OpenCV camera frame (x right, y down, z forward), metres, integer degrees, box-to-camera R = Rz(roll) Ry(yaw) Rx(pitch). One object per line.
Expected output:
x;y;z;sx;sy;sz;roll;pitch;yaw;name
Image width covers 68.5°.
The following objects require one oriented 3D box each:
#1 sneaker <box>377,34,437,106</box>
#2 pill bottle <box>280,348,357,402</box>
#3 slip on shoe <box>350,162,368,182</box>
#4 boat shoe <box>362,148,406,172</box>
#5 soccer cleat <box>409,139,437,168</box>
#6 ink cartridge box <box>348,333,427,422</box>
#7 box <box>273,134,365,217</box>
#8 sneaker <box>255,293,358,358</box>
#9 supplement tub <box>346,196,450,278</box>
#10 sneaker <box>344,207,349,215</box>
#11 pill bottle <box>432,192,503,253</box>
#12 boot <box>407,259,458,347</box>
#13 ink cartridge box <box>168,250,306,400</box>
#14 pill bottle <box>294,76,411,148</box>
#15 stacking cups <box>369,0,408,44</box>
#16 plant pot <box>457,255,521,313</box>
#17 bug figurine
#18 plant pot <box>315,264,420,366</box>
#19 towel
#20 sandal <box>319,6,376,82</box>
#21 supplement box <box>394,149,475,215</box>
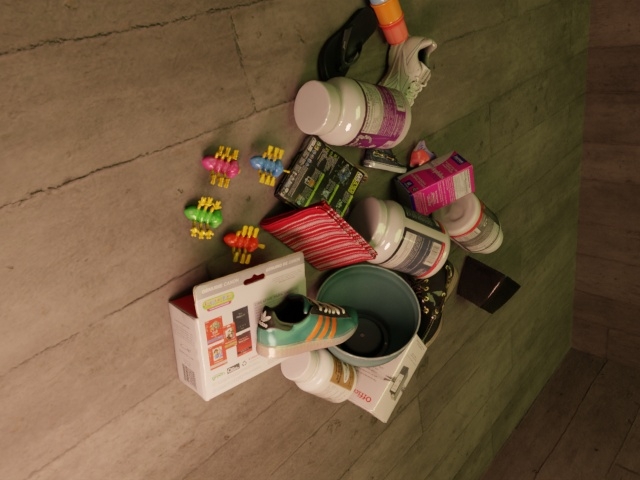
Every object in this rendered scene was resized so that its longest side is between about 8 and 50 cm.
0.244;-0.456;1.358;0.111;0.129;0.297;8;97;-48;sneaker
-0.004;0.377;1.352;0.229;0.131;0.131;39;74;-43;pill bottle
0.080;-0.201;1.336;0.135;0.051;0.041;9;56;-38;slip on shoe
0.204;-0.253;1.422;0.183;0.065;0.083;1;102;-44;boat shoe
0.388;-0.246;1.601;0.248;0.083;0.095;27;77;-43;soccer cleat
0.176;0.398;1.490;0.273;0.198;0.115;-55;134;-18;ink cartridge box
0.001;-0.144;1.216;0.184;0.045;0.191;34;72;-23;box
-0.017;0.183;1.117;0.302;0.108;0.121;-9;111;-43;sneaker
0.228;-0.007;1.393;0.272;0.191;0.191;20;87;-28;supplement tub
0.022;-0.068;1.293;0.170;0.071;0.068;-20;115;-40;sneaker
0.563;-0.057;1.756;0.318;0.176;0.176;27;82;-46;pill bottle
0.347;0.169;1.635;0.377;0.138;0.284;-57;135;-21;boot
-0.183;0.174;1.117;0.309;0.130;0.272;-17;113;-41;ink cartridge box
0.084;-0.325;1.208;0.301;0.169;0.169;-6;106;-43;pill bottle
0.155;-0.665;1.234;0.096;0.096;0.316;-53;133;-20;stacking cups
0.684;0.196;1.957;0.187;0.188;0.167;26;95;-46;plant pot
-0.190;-0.097;1.074;0.216;0.072;0.279;17;94;-40;bug figurine
0.127;0.245;1.368;0.293;0.293;0.196;-43;154;-28;plant pot
0.000;0.000;1.211;0.275;0.199;0.031;40;45;-43;towel
0.077;-0.514;1.228;0.097;0.054;0.254;43;71;-43;sandal
0.364;-0.176;1.498;0.220;0.111;0.114;-25;132;-4;supplement box
